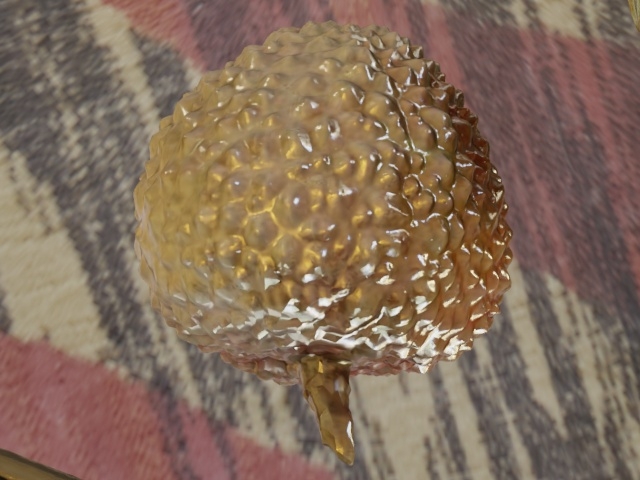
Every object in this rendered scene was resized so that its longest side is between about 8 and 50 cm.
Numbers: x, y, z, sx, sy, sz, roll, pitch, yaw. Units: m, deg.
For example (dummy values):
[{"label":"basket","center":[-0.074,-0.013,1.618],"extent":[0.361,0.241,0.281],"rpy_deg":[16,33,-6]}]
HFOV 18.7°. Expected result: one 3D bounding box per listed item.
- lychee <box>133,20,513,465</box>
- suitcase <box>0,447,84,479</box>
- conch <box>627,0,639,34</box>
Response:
[{"label":"lychee","center":[0.000,0.000,0.819],"extent":[0.165,0.165,0.197],"rpy_deg":[4,72,0]},{"label":"suitcase","center":[-0.110,0.167,0.597],"extent":[0.286,0.066,0.206],"rpy_deg":[18,76,18]},{"label":"conch","center":[0.169,-0.111,0.775],"extent":[0.102,0.153,0.135],"rpy_deg":[-33,137,4]}]
